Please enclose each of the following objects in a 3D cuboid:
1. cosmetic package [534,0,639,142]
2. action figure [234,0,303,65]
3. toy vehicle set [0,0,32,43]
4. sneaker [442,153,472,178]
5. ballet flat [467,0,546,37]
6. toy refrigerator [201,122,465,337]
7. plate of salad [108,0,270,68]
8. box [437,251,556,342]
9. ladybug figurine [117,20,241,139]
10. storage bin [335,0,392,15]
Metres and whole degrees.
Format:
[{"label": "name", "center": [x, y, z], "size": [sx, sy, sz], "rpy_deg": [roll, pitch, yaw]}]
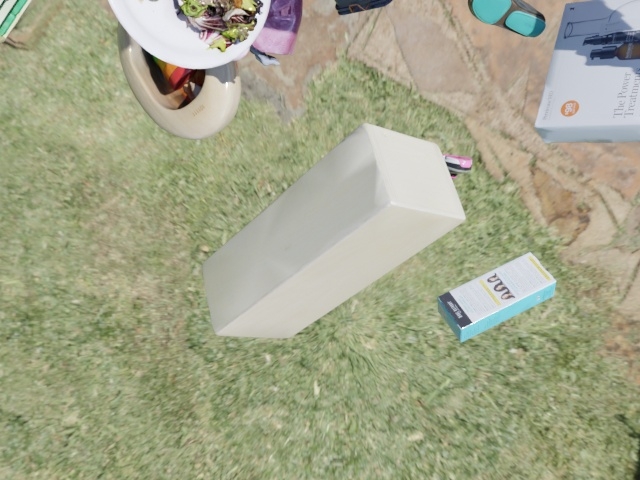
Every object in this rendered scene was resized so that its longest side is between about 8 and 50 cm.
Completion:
[{"label": "cosmetic package", "center": [0.717, -0.425, 1.895], "size": [0.285, 0.097, 0.377], "rpy_deg": [4, 69, 40]}, {"label": "action figure", "center": [-0.090, -0.573, 1.582], "size": [0.248, 0.276, 0.370], "rpy_deg": [45, 129, 30]}, {"label": "toy vehicle set", "center": [-0.248, -0.277, 0.669], "size": [0.035, 0.166, 0.267], "rpy_deg": [37, 106, -17]}, {"label": "sneaker", "center": [0.200, -0.107, 1.322], "size": [0.063, 0.170, 0.074], "rpy_deg": [4, 87, -31]}, {"label": "ballet flat", "center": [0.454, -0.587, 1.928], "size": [0.095, 0.281, 0.096], "rpy_deg": [-46, 49, 32]}, {"label": "toy refrigerator", "center": [0.000, 0.000, 0.751], "size": [0.269, 0.102, 0.094], "rpy_deg": [-38, 57, 39]}, {"label": "plate of salad", "center": [-0.127, -0.277, 0.779], "size": [0.200, 0.048, 0.199], "rpy_deg": [-5, 97, -38]}, {"label": "box", "center": [0.389, 0.124, 1.693], "size": [0.244, 0.060, 0.100], "rpy_deg": [-24, 51, -10]}, {"label": "ladybug figurine", "center": [-0.350, -0.460, 1.955], "size": [0.305, 0.162, 0.449], "rpy_deg": [-35, 79, 26]}, {"label": "storage bin", "center": [0.068, -0.496, 1.464], "size": [0.135, 0.091, 0.098], "rpy_deg": [1, 63, 39]}]
